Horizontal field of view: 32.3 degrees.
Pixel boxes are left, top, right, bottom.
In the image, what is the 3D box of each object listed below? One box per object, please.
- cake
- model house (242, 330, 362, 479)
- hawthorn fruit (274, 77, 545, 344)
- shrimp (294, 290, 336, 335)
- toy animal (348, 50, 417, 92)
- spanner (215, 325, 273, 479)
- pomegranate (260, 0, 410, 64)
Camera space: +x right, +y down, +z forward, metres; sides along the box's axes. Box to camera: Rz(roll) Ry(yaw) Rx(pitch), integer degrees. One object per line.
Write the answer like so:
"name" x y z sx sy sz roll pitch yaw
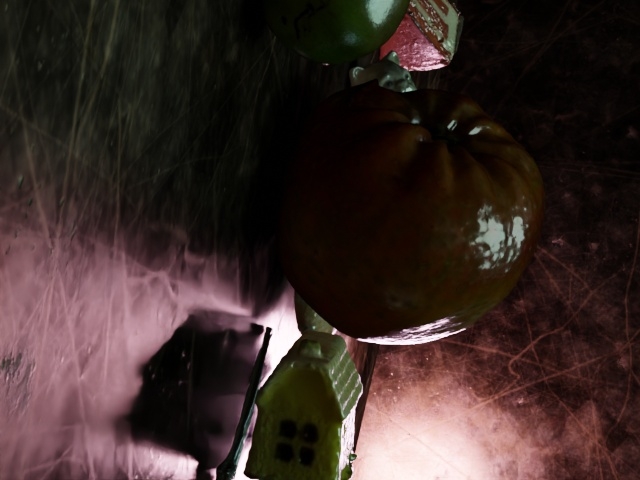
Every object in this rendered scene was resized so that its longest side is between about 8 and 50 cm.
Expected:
"cake" 0.161 -0.487 2.309 0.262 0.159 0.158 42 53 -39
"model house" -0.011 0.260 1.757 0.193 0.174 0.234 -42 145 -75
"hawthorn fruit" 0.106 -0.019 1.601 0.403 0.402 0.403 11 90 -81
"shrimp" 0.019 0.027 1.906 0.168 0.077 0.317 42 59 -63
"toy animal" 0.154 -0.267 2.116 0.307 0.188 0.266 -32 -177 -28
"spanner" -0.111 0.266 1.615 0.093 0.026 0.326 90 13 -55
"pomegranate" 0.001 -0.296 1.228 0.209 0.180 0.180 27 70 -43
